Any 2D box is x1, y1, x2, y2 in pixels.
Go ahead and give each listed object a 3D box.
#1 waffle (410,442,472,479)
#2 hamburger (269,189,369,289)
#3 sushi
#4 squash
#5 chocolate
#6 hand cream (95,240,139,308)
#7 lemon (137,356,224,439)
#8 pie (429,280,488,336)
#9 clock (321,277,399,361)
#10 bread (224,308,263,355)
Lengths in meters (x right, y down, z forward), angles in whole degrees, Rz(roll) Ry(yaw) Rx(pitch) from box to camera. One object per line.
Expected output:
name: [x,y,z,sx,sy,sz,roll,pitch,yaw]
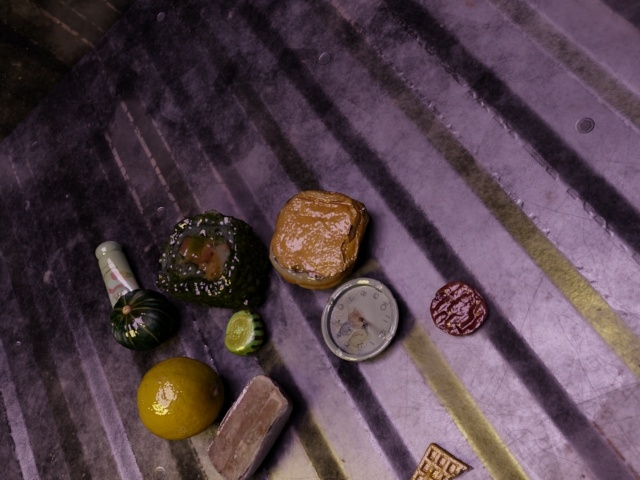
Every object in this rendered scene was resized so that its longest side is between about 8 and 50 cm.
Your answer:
waffle: [0.274,0.607,1.611,0.125,0.032,0.191,27,90,32]
hamburger: [0.000,0.000,1.904,0.319,0.158,0.318,-11,67,27]
sushi: [-0.335,0.058,2.068,0.352,0.178,0.294,3,72,34]
squash: [-0.580,0.257,2.143,0.218,0.172,0.218,-11,67,28]
chocolate: [-0.188,0.537,1.861,0.185,0.100,0.303,32,88,45]
hand cream: [-0.707,0.144,2.320,0.147,0.093,0.305,-34,69,15]
lemon: [-0.396,0.457,1.929,0.219,0.240,0.240,-20,64,20]
pie: [0.359,0.179,1.707,0.154,0.038,0.153,-8,72,26]
clock: [0.114,0.220,1.823,0.237,0.053,0.236,-11,66,25]
bread: [-0.229,0.280,1.991,0.130,0.071,0.139,-20,66,27]
